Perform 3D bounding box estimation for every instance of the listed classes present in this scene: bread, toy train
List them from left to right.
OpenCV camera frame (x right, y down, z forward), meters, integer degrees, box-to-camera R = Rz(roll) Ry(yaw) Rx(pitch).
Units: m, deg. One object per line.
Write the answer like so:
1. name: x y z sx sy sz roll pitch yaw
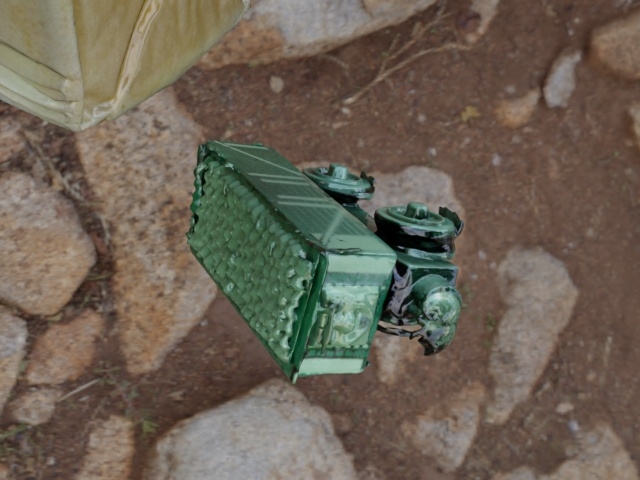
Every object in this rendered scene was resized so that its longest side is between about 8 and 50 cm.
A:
1. bread: -0.107 -0.179 0.471 0.110 0.210 0.192 31 58 17
2. toy train: 0.000 0.000 0.731 0.154 0.269 0.115 3 113 -29
